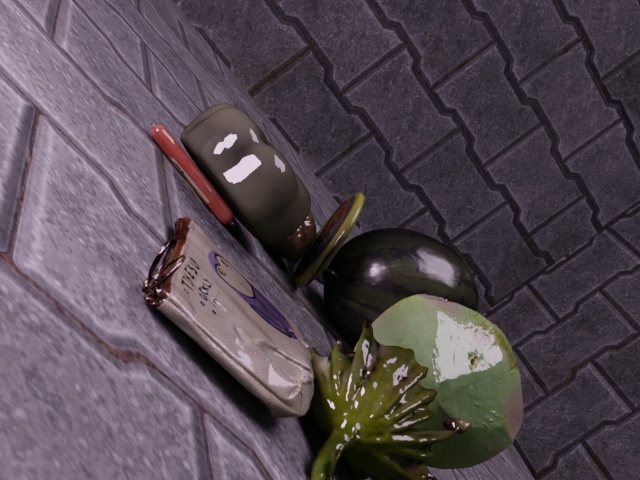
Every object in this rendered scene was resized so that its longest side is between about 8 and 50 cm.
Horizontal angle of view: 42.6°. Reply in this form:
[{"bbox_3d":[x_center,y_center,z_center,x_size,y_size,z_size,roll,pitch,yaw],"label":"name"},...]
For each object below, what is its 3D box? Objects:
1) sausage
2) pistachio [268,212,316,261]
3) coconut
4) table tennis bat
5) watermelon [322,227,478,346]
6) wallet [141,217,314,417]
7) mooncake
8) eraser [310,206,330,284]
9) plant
[{"bbox_3d":[-0.217,-0.111,1.406,0.223,0.029,0.029,52,7,-12],"label":"sausage"},{"bbox_3d":[-0.071,-0.028,1.680,0.185,0.108,0.126,-125,-155,-61],"label":"pistachio"},{"bbox_3d":[0.198,0.241,1.408,0.328,0.281,0.328,54,5,-6],"label":"coconut"},{"bbox_3d":[0.000,0.000,1.703,0.054,0.224,0.368,35,-10,-9],"label":"table tennis bat"},{"bbox_3d":[0.160,0.112,1.735,0.359,0.279,0.279,14,22,-18],"label":"watermelon"},{"bbox_3d":[-0.105,0.088,1.023,0.275,0.068,0.335,50,6,-14],"label":"wallet"},{"bbox_3d":[-0.127,-0.120,1.442,0.275,0.135,0.275,50,-4,5],"label":"mooncake"},{"bbox_3d":[-0.014,0.001,2.001,0.227,0.081,0.174,56,4,25],"label":"eraser"},{"bbox_3d":[0.057,0.230,1.038,0.251,0.180,0.333,44,9,11],"label":"plant"}]
